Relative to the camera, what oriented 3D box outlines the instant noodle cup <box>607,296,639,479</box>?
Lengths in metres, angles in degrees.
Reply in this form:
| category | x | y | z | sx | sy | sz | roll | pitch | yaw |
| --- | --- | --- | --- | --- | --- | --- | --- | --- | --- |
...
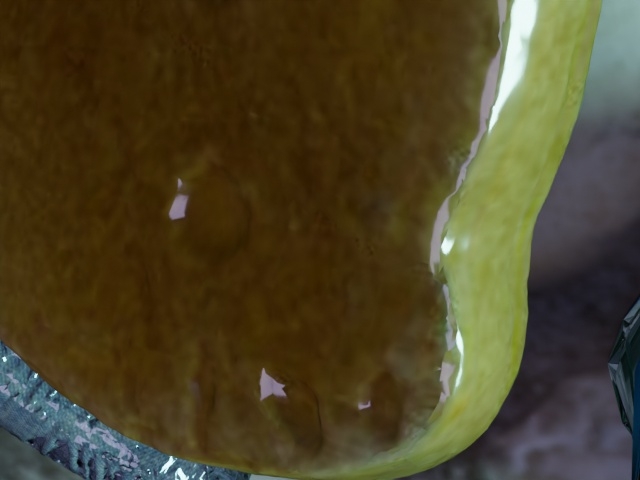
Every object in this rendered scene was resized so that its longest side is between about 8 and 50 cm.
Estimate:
| category | x | y | z | sx | sy | sz | roll | pitch | yaw |
| --- | --- | --- | --- | --- | --- | --- | --- | --- | --- |
| instant noodle cup | 0.199 | 0.109 | 0.483 | 0.240 | 0.178 | 0.240 | 11 | 127 | 15 |

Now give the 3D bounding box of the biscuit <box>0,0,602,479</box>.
| category | x | y | z | sx | sy | sz | roll | pitch | yaw |
| --- | --- | --- | --- | --- | --- | --- | --- | --- | --- |
| biscuit | -0.047 | -0.101 | 0.450 | 0.287 | 0.057 | 0.344 | 13 | 109 | 34 |

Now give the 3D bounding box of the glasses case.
| category | x | y | z | sx | sy | sz | roll | pitch | yaw |
| --- | --- | --- | --- | --- | --- | --- | --- | --- | --- |
| glasses case | -0.147 | 0.024 | 0.605 | 0.282 | 0.067 | 0.109 | 35 | 167 | -5 |
